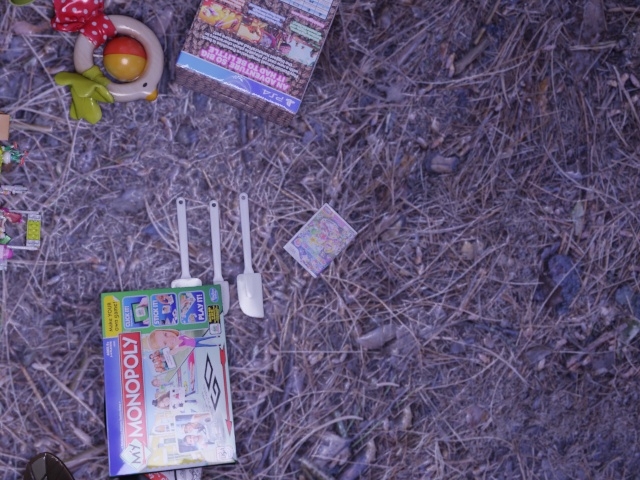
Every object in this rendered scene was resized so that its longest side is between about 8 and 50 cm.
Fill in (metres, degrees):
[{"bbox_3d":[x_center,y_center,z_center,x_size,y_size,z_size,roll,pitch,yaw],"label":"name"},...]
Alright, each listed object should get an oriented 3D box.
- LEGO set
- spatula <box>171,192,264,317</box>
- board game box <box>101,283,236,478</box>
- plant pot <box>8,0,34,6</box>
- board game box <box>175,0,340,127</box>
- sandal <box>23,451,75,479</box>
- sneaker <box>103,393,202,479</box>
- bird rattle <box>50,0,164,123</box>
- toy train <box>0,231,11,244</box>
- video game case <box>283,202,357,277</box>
[{"bbox_3d":[-0.548,-0.082,1.544,0.107,0.132,0.287,5,74,-20],"label":"LEGO set"},{"bbox_3d":[-0.197,0.030,1.624,0.168,0.019,0.242,-4,80,-10],"label":"spatula"},{"bbox_3d":[-0.267,0.240,1.513,0.214,0.046,0.317,-4,71,-12],"label":"board game box"},{"bbox_3d":[-0.556,-0.486,1.586,0.083,0.083,0.079,-39,81,-9],"label":"plant pot"},{"bbox_3d":[-0.109,-0.395,1.615,0.232,0.141,0.291,22,84,-7],"label":"board game box"},{"bbox_3d":[-0.453,0.470,1.560,0.090,0.060,0.219,-36,107,-3],"label":"sandal"},{"bbox_3d":[-0.300,0.361,1.577,0.145,0.090,0.270,12,50,-45],"label":"sneaker"},{"bbox_3d":[-0.394,-0.343,1.601,0.207,0.143,0.253,3,73,-20],"label":"bird rattle"},{"bbox_3d":[-0.597,0.018,1.577,0.083,0.017,0.023,-45,105,-9],"label":"toy train"},{"bbox_3d":[0.000,0.000,1.677,0.087,0.011,0.122,44,82,-5],"label":"video game case"}]
